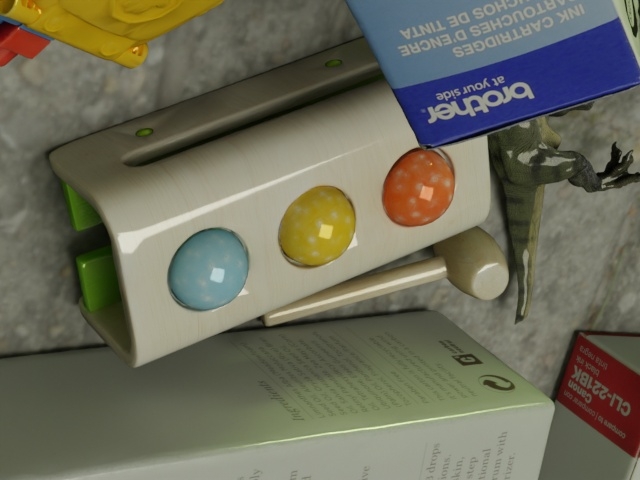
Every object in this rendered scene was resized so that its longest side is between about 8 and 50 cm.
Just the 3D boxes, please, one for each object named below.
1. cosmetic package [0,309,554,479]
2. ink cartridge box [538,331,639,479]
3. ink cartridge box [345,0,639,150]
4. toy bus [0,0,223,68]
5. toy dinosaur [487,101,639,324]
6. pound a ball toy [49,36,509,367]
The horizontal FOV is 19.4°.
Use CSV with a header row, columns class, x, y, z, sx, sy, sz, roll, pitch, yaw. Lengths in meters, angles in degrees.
class,x,y,z,sx,sy,sz,roll,pitch,yaw
cosmetic package,-0.080,0.199,1.287,0.453,0.161,0.230,-4,116,-32
ink cartridge box,0.276,0.224,1.566,0.197,0.114,0.273,5,109,-36
ink cartridge box,0.077,-0.247,1.086,0.151,0.270,0.395,-17,129,20
toy bus,-0.139,-0.205,1.052,0.211,0.220,0.149,-34,152,26
toy dinosaur,0.172,-0.070,1.389,0.118,0.064,0.268,-24,126,-14
pound a ball toy,0.000,0.000,1.258,0.319,0.136,0.208,-21,123,-23
